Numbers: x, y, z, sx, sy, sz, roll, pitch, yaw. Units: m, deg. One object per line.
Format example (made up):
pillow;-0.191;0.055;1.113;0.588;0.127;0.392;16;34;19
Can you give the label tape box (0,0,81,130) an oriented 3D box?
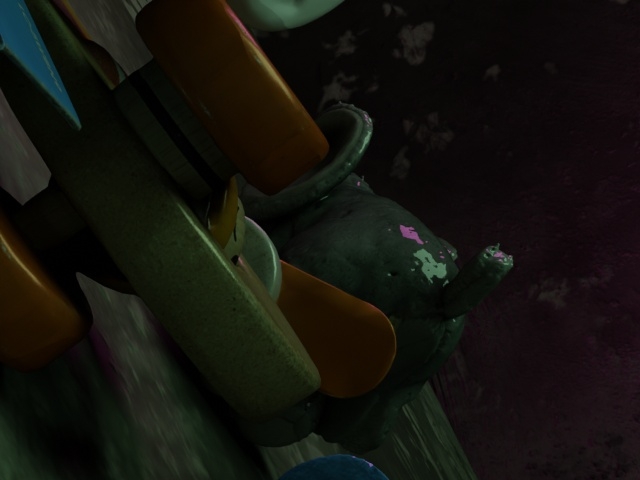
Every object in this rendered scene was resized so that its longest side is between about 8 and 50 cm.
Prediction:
label tape box;-0.190;-0.161;0.374;0.240;0.106;0.333;63;-3;20

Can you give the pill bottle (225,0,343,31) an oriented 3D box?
pill bottle;-0.082;-0.205;0.674;0.246;0.136;0.136;35;-6;23

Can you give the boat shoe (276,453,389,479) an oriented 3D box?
boat shoe;0.023;0.218;0.629;0.089;0.109;0.258;70;9;-75

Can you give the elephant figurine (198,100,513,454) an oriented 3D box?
elephant figurine;0.000;0.000;0.970;0.239;0.186;0.169;-91;-171;-53

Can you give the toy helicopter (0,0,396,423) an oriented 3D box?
toy helicopter;-0.091;-0.050;0.699;0.235;0.140;0.355;51;2;-45
